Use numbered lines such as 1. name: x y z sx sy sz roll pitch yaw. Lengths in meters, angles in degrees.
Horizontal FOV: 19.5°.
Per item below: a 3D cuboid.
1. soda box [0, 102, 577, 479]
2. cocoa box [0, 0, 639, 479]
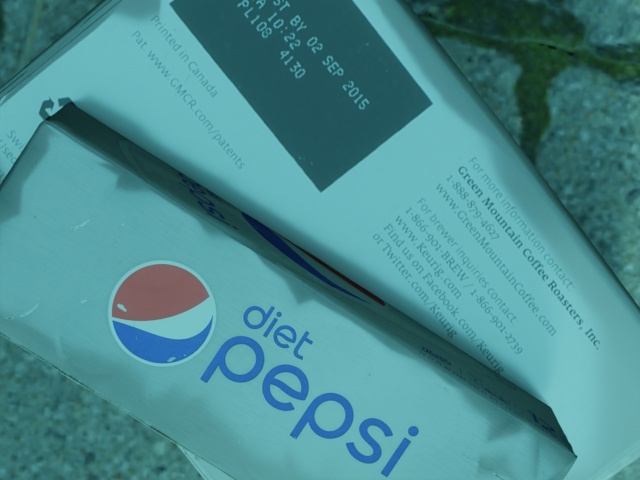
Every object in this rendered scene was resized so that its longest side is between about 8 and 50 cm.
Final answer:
1. soda box: -0.027 0.053 0.865 0.286 0.091 0.098 32 97 -5
2. cocoa box: 0.000 0.000 1.021 0.231 0.228 0.347 -38 98 4
